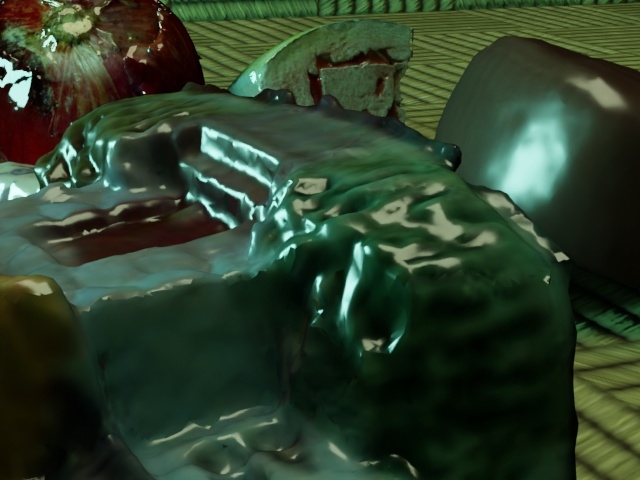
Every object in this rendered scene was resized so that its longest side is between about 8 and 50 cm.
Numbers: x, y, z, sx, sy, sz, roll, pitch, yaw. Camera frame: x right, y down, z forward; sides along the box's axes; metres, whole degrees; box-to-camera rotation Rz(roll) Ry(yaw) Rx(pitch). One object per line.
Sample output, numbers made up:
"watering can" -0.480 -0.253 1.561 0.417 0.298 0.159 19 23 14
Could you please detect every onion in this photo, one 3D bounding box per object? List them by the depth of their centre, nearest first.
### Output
"onion" -0.260 -0.164 1.639 0.276 0.276 0.276 1 16 0

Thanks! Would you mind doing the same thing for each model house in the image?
"model house" -0.138 0.110 0.585 0.339 0.297 0.360 -13 21 -30

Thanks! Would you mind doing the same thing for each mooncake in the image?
"mooncake" 0.265 -0.065 1.328 0.334 0.174 0.326 22 7 12

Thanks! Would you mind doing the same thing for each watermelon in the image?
"watermelon" -0.012 -0.109 1.674 0.213 0.201 0.261 -13 -22 -36

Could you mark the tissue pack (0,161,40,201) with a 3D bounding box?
"tissue pack" -0.076 0.034 1.058 0.344 0.125 0.242 12 2 37
